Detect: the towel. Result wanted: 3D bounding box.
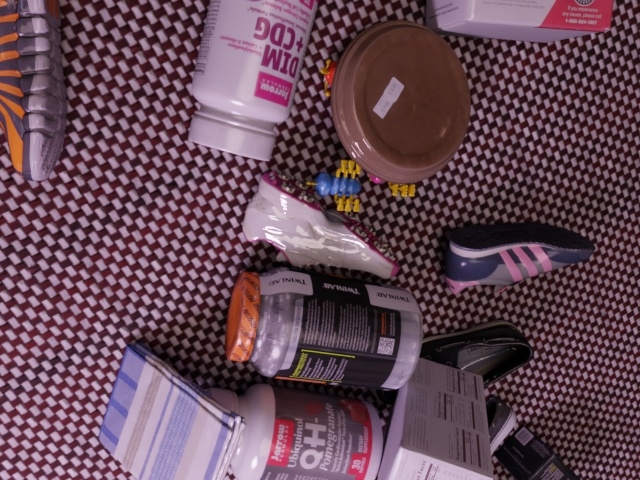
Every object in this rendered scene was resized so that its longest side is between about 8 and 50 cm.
[{"bbox_3d":[-0.260,0.320,0.917,0.034,0.285,0.209,10,102,-58],"label":"towel"}]

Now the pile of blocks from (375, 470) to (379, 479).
[{"bbox_3d":[0.171,0.565,1.146,0.149,0.112,0.362,27,95,-19],"label":"pile of blocks"}]

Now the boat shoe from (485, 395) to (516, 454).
[{"bbox_3d":[0.330,0.430,1.164,0.228,0.080,0.076,-44,100,-16],"label":"boat shoe"}]

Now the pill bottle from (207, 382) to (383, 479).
[{"bbox_3d":[-0.062,0.361,1.003,0.319,0.176,0.176,14,98,-18],"label":"pill bottle"}]

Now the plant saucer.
[{"bbox_3d":[0.150,-0.236,0.928,0.278,0.041,0.277,-2,96,-23],"label":"plant saucer"}]

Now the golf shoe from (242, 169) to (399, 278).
[{"bbox_3d":[0.000,0.000,0.985,0.306,0.115,0.140,32,107,-16],"label":"golf shoe"}]

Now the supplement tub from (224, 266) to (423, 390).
[{"bbox_3d":[0.002,0.154,0.963,0.316,0.193,0.193,11,99,-18],"label":"supplement tub"}]

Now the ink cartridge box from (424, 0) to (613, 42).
[{"bbox_3d":[0.341,-0.548,0.909,0.279,0.160,0.384,-2,103,-15],"label":"ink cartridge box"}]

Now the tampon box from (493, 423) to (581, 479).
[{"bbox_3d":[0.496,0.520,1.218,0.101,0.120,0.161,-45,110,-1],"label":"tampon box"}]

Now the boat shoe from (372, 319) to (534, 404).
[{"bbox_3d":[0.276,0.264,1.104,0.340,0.113,0.127,-14,107,-11],"label":"boat shoe"}]

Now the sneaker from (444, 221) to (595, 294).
[{"bbox_3d":[0.394,0.041,1.103,0.319,0.112,0.131,0,119,-12],"label":"sneaker"}]

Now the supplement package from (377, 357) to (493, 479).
[{"bbox_3d":[0.190,0.369,0.950,0.145,0.262,0.204,16,113,7],"label":"supplement package"}]

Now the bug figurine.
[{"bbox_3d":[0.084,-0.185,0.964,0.216,0.072,0.279,6,92,-24],"label":"bug figurine"}]

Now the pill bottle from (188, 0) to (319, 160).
[{"bbox_3d":[-0.109,-0.278,0.852,0.160,0.160,0.283,12,100,-17],"label":"pill bottle"}]

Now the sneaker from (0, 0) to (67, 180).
[{"bbox_3d":[-0.480,-0.247,0.793,0.180,0.124,0.321,-1,92,-11],"label":"sneaker"}]
